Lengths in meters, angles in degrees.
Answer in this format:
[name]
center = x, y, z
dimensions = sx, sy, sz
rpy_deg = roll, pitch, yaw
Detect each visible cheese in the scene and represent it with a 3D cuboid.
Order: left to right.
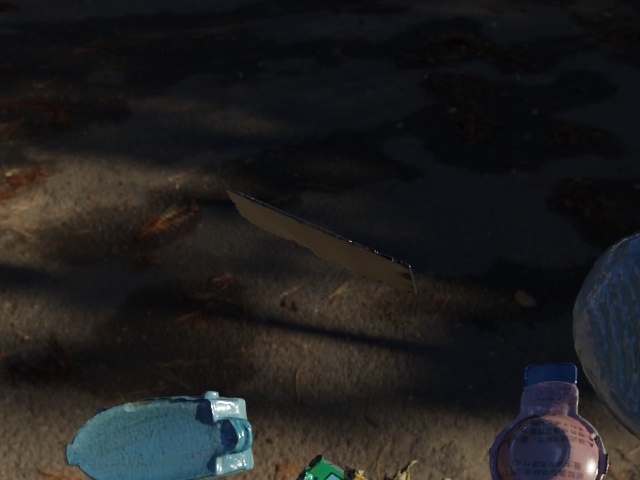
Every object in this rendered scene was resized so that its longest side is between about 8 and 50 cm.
[cheese]
center = 0.365, 0.318, 1.242
dimensions = 0.188, 0.074, 0.286
rpy_deg = -9, 44, 25

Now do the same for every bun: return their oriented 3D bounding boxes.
[bun]
center = 0.514, 0.122, 0.990
dimensions = 0.361, 0.362, 0.211
rpy_deg = 17, 8, 22

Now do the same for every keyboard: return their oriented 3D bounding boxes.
[keyboard]
center = 0.001, -0.002, 0.724
dimensions = 0.196, 0.074, 0.015
rpy_deg = 23, 70, 20

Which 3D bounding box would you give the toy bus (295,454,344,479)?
[toy bus]
center = 0.059, 0.619, 1.583
dimensions = 0.343, 0.184, 0.199
rpy_deg = 29, 13, 19

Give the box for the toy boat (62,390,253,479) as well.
[toy boat]
center = -0.158, 0.202, 0.773
dimensions = 0.215, 0.088, 0.102
rpy_deg = -11, -10, 12

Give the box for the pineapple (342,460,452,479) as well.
[pineapple]
center = 0.082, 0.233, 0.567
dimensions = 0.139, 0.164, 0.250
rpy_deg = -15, 26, -5
